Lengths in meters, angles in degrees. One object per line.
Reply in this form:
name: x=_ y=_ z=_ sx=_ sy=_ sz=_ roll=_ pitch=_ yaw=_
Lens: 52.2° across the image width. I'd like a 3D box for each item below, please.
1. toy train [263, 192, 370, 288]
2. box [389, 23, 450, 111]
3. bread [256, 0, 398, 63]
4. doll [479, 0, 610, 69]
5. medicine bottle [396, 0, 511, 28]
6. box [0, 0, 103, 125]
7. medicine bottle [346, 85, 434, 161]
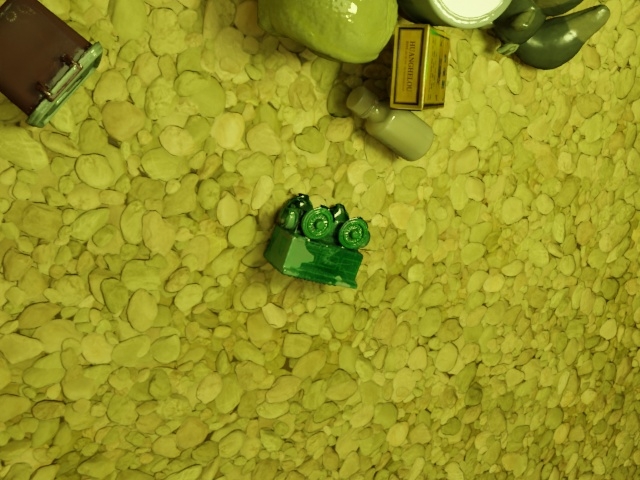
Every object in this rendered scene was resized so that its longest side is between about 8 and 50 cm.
toy train: x=0.000 y=0.000 z=1.677 sx=0.266 sy=0.145 sz=0.202 roll=14 pitch=101 yaw=-31
box: x=0.250 y=-0.421 z=1.613 sx=0.301 sy=0.084 sz=0.193 roll=-31 pitch=127 yaw=-67
bread: x=0.018 y=-0.528 z=1.430 sx=0.320 sy=0.320 sz=0.237 roll=2 pitch=124 yaw=-29
doll: x=0.629 y=-0.664 z=1.742 sx=0.379 sy=0.382 sz=0.252 roll=7 pitch=62 yaw=-47
medicine bottle: x=0.290 y=-0.603 z=1.466 sx=0.238 sy=0.232 sz=0.238 roll=-6 pitch=111 yaw=-16
box: x=-0.527 y=-0.331 z=1.206 sx=0.167 sy=0.294 sz=0.193 roll=44 pitch=82 yaw=-21
medicine bottle: x=0.177 y=-0.308 z=1.694 sx=0.252 sy=0.114 sz=0.114 roll=29 pitch=90 yaw=-33
